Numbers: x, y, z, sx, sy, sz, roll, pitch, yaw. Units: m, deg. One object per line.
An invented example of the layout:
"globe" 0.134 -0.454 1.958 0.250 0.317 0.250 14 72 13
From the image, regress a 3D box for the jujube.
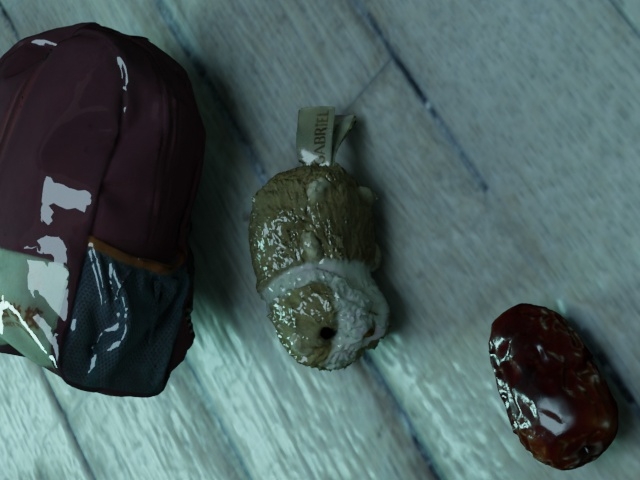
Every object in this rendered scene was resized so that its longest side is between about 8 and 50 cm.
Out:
"jujube" 0.164 0.104 1.082 0.077 0.077 0.129 -46 54 30

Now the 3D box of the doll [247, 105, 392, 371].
"doll" -0.006 -0.003 1.215 0.115 0.105 0.221 -16 79 47

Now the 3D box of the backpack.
"backpack" -0.217 -0.037 1.347 0.283 0.197 0.317 12 91 42
